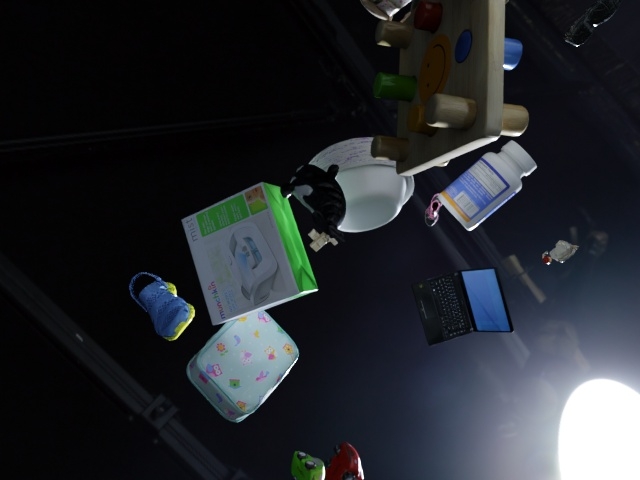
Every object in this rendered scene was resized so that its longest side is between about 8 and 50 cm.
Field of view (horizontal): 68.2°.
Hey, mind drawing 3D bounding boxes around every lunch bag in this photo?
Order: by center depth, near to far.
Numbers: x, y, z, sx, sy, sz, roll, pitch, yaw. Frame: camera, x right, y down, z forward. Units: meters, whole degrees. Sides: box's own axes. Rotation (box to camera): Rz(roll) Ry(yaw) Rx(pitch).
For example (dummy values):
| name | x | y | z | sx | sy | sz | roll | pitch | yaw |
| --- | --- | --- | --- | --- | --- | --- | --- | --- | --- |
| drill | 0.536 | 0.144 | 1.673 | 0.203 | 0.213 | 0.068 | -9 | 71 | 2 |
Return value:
| name | x | y | z | sx | sy | sz | roll | pitch | yaw |
| --- | --- | --- | --- | --- | --- | --- | --- | --- | --- |
| lunch bag | -0.204 | 0.318 | 1.268 | 0.224 | 0.108 | 0.279 | 44 | -140 | 3 |

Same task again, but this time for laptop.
| name | x | y | z | sx | sy | sz | roll | pitch | yaw |
| --- | --- | --- | --- | --- | --- | --- | --- | --- | --- |
| laptop | 0.481 | 0.231 | 1.618 | 0.264 | 0.136 | 0.234 | -17 | -86 | -4 |

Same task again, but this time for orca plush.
| name | x | y | z | sx | sy | sz | roll | pitch | yaw |
| --- | --- | --- | --- | --- | --- | --- | --- | --- | --- |
| orca plush | -0.002 | -0.114 | 0.981 | 0.151 | 0.102 | 0.287 | 18 | -158 | -7 |

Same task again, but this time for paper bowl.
| name | x | y | z | sx | sy | sz | roll | pitch | yaw |
| --- | --- | --- | --- | --- | --- | --- | --- | --- | --- |
| paper bowl | 0.104 | -0.127 | 1.242 | 0.284 | 0.284 | 0.148 | 5 | -122 | -26 |

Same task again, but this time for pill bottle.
| name | x | y | z | sx | sy | sz | roll | pitch | yaw |
| --- | --- | --- | --- | --- | --- | --- | --- | --- | --- |
| pill bottle | 0.510 | -0.171 | 1.445 | 0.152 | 0.272 | 0.152 | 43 | -165 | -15 |

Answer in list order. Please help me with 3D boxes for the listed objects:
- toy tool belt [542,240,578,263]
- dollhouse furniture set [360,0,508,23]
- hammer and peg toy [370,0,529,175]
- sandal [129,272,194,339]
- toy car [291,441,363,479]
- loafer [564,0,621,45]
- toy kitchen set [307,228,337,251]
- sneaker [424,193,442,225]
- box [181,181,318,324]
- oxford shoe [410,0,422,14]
| name | x | y | z | sx | sy | sz | roll | pitch | yaw |
| --- | --- | --- | --- | --- | --- | --- | --- | --- | --- |
| toy tool belt | 0.645 | 0.037 | 1.267 | 0.051 | 0.083 | 0.052 | 9 | -131 | -27 |
| dollhouse furniture set | 0.232 | -0.614 | 1.193 | 0.355 | 0.303 | 0.174 | 26 | -107 | -26 |
| hammer and peg toy | 0.168 | -0.287 | 0.645 | 0.127 | 0.266 | 0.361 | 4 | -93 | -14 |
| sandal | -0.480 | 0.185 | 1.395 | 0.126 | 0.317 | 0.138 | -51 | -52 | -12 |
| toy car | 0.007 | 0.466 | 0.892 | 0.053 | 0.225 | 0.239 | 11 | -91 | -25 |
| loafer | 0.747 | -0.620 | 1.303 | 0.062 | 0.170 | 0.061 | 37 | -160 | -27 |
| toy kitchen set | 0.000 | 0.000 | 1.666 | 0.068 | 0.083 | 0.075 | 45 | -175 | -29 |
| sneaker | 0.376 | -0.096 | 1.580 | 0.047 | 0.119 | 0.057 | 19 | -148 | 12 |
| box | -0.164 | 0.033 | 1.098 | 0.127 | 0.231 | 0.262 | 6 | -115 | -71 |
| oxford shoe | 0.263 | -0.508 | 0.883 | 0.130 | 0.449 | 0.169 | -40 | -93 | -2 |
